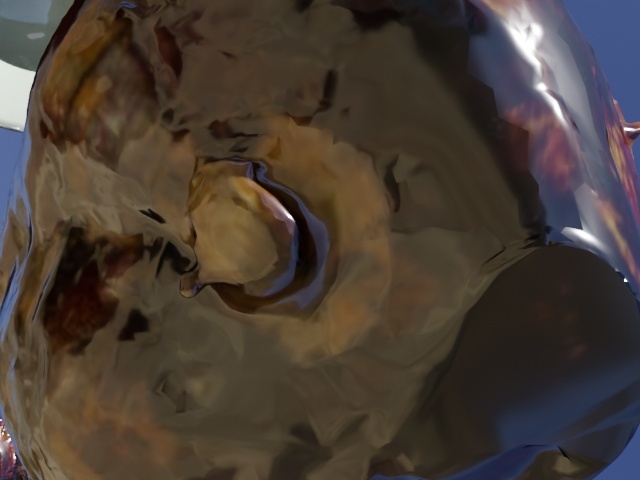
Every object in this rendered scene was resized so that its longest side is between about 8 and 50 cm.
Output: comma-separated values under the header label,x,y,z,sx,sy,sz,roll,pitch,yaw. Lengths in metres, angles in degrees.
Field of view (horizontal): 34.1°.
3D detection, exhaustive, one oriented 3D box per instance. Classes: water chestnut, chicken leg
label,x,y,z,sx,sy,sz,roll,pitch,yaw
water chestnut,0.000,0.000,0.529,0.335,0.347,0.335,1,-71,4
chicken leg,-0.245,0.167,0.855,0.205,0.053,0.093,107,-31,-71

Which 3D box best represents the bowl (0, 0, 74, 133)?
label,x,y,z,sx,sy,sz,roll,pitch,yaw
bowl,-0.220,-0.258,0.798,0.157,0.337,0.337,24,-64,46
